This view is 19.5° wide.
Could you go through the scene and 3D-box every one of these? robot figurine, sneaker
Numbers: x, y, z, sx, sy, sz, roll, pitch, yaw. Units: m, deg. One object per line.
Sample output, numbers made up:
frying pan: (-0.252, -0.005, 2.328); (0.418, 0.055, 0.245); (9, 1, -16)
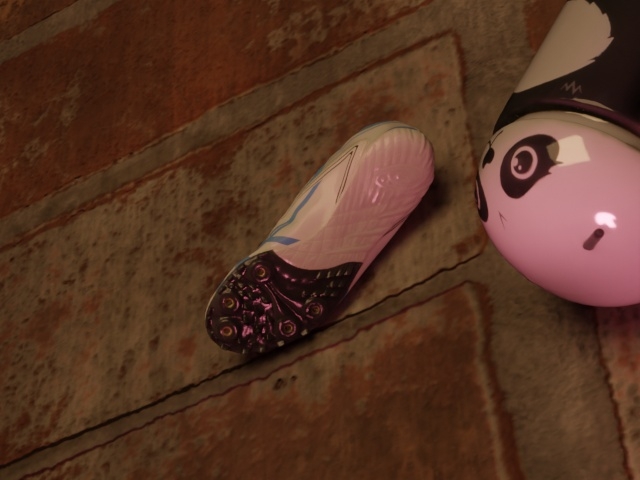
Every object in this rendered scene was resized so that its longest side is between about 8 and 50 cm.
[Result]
robot figurine: (0.219, -0.086, 1.312); (0.173, 0.209, 0.278); (14, 58, 32)
sneaker: (0.000, 0.000, 1.498); (0.237, 0.085, 0.086); (-46, 10, -5)
